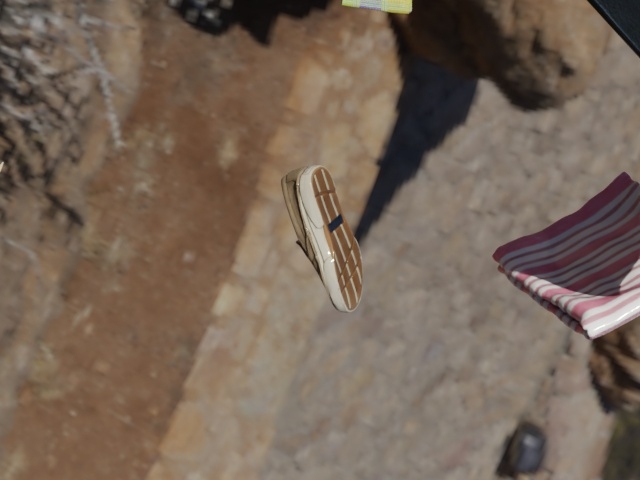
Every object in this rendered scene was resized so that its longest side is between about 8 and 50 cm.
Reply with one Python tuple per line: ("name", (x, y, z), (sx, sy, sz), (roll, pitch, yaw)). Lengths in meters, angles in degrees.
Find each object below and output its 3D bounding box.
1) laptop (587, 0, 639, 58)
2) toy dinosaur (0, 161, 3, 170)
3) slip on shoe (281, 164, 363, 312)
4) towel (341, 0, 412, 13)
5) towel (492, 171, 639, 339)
("laptop", (0.257, -0.156, 1.129), (0.234, 0.136, 0.264), (-46, 149, -30))
("toy dinosaur", (-0.453, -0.019, 1.948), (0.183, 0.093, 0.053), (-32, 167, 26))
("slip on shoe", (0.000, 0.000, 1.403), (0.051, 0.041, 0.135), (-40, 115, -51))
("towel", (0.061, -0.270, 1.660), (0.083, 0.009, 0.060), (2, 91, -23))
("towel", (0.233, 0.009, 1.273), (0.144, 0.197, 0.029), (-30, 112, -6))
